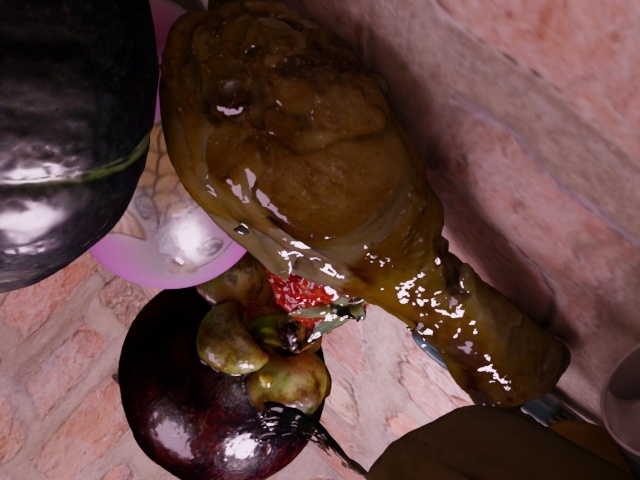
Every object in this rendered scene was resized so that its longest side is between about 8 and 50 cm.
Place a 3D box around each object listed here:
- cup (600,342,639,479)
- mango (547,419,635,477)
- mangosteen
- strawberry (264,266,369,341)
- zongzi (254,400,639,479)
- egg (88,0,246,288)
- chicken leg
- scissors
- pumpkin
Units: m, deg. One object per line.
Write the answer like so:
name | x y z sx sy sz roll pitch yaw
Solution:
cup | 0.248 0.139 0.525 0.133 0.099 0.136 55 -179 -30
mango | 0.276 0.299 0.675 0.221 0.199 0.384 -30 106 28
mangosteen | -0.134 0.181 1.230 0.330 0.330 0.330 40 163 15
strawberry | -0.004 0.005 0.782 0.148 0.131 0.131 42 164 11
zongzi | 0.144 0.153 0.442 0.447 0.181 0.418 50 148 31
egg | -0.147 -0.082 0.777 0.196 0.196 0.271 24 144 49
chicken leg | 0.048 -0.002 0.651 0.429 0.153 0.201 43 178 -23
scissors | 0.189 0.147 0.813 0.289 0.041 0.138 37 166 32
pumpkin | -0.246 -0.116 0.565 0.323 0.241 0.324 13 110 41
